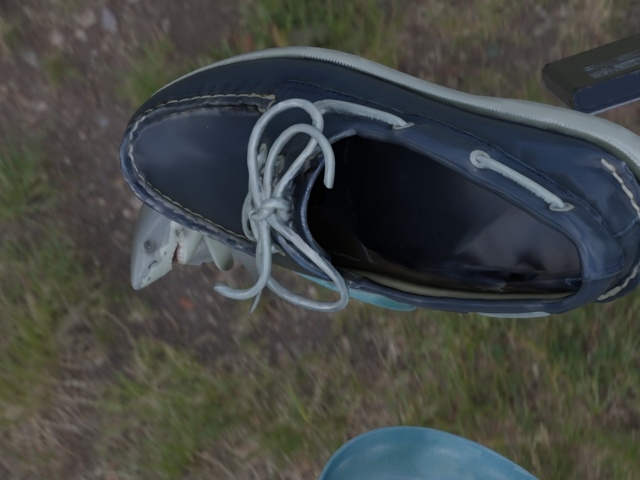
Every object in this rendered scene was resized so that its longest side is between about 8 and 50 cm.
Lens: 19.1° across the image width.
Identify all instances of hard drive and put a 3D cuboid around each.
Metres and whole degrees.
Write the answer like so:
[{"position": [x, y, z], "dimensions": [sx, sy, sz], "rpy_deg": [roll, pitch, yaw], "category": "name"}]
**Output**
[{"position": [0.217, -0.123, 1.381], "dimensions": [0.094, 0.135, 0.022], "rpy_deg": [-19, 104, 2], "category": "hard drive"}]

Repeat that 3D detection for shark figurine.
[{"position": [-0.101, -0.042, 1.506], "dimensions": [0.116, 0.278, 0.166], "rpy_deg": [20, 91, 13], "category": "shark figurine"}]

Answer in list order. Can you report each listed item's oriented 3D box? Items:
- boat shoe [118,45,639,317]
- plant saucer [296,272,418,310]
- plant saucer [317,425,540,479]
[{"position": [0.014, -0.017, 0.770], "dimensions": [0.255, 0.079, 0.095], "rpy_deg": [16, 118, 29], "category": "boat shoe"}, {"position": [0.000, 0.000, 0.969], "dimensions": [0.119, 0.119, 0.021], "rpy_deg": [24, 79, 14], "category": "plant saucer"}, {"position": [0.117, 0.270, 1.348], "dimensions": [0.317, 0.318, 0.043], "rpy_deg": [50, 123, 19], "category": "plant saucer"}]
